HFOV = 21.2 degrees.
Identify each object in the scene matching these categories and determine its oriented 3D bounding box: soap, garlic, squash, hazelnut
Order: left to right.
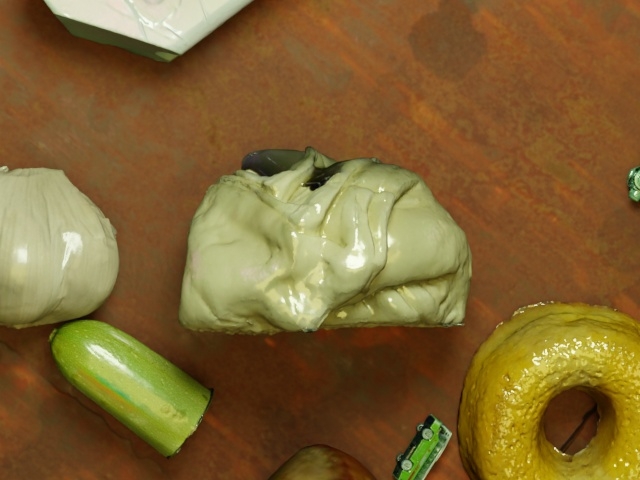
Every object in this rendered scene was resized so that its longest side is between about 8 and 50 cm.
[{"bbox_3d":[-0.337,0.013,1.844,0.229,0.143,0.178,3,97,2],"label":"garlic"},{"bbox_3d":[-0.217,0.152,1.888,0.188,0.095,0.095,36,91,-12],"label":"squash"},{"bbox_3d":[-0.141,-0.337,1.838,0.347,0.115,0.208,-37,98,-1],"label":"soap"},{"bbox_3d":[-0.002,0.342,1.893,0.210,0.186,0.210,2,78,-8],"label":"hazelnut"}]

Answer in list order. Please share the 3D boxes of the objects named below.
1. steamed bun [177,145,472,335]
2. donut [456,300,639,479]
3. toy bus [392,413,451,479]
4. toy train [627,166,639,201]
[{"bbox_3d":[0.000,0.000,1.827,0.320,0.275,0.206,4,83,-42],"label":"steamed bun"},{"bbox_3d":[0.289,0.212,1.938,0.277,0.108,0.278,0,97,0],"label":"donut"},{"bbox_3d":[0.117,0.244,1.971,0.037,0.031,0.083,32,92,-16],"label":"toy bus"},{"bbox_3d":[0.411,-0.100,1.962,0.071,0.038,0.148,32,91,-11],"label":"toy train"}]
